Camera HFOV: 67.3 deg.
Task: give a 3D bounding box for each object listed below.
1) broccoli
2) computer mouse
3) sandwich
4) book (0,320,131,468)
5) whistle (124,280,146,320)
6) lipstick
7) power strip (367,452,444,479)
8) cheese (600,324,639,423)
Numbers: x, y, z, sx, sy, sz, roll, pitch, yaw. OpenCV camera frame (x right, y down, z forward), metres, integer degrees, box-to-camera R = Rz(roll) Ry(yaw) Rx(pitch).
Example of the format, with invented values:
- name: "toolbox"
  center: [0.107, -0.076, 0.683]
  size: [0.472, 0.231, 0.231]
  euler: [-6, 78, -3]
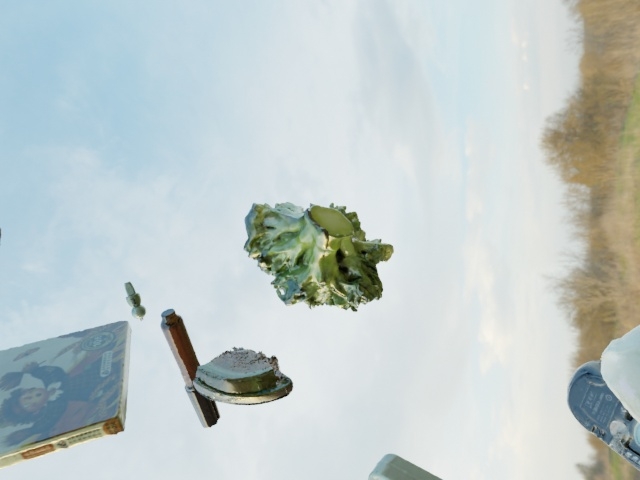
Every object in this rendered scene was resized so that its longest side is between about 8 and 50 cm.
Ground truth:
- name: "broccoli"
  center: [0.000, 0.000, 0.932]
  size: [0.245, 0.288, 0.248]
  euler: [121, 154, -55]
- name: "computer mouse"
  center: [0.534, 0.294, 0.798]
  size: [0.096, 0.233, 0.137]
  euler: [3, -67, -37]
- name: "sandwich"
  center: [-0.179, 0.325, 1.179]
  size: [0.159, 0.235, 0.079]
  euler: [-57, -28, -50]
- name: "book"
  center: [-0.555, 0.282, 0.833]
  size: [0.300, 0.428, 0.039]
  euler: [-128, 27, -59]
- name: "whistle"
  center: [-0.447, 0.147, 1.157]
  size: [0.035, 0.035, 0.100]
  euler: [-30, -77, -57]
- name: "lipstick"
  center: [-0.396, 0.395, 1.470]
  size: [0.077, 0.077, 0.418]
  euler: [-44, -53, -52]
- name: "power strip"
  center: [0.192, 0.613, 0.991]
  size: [0.141, 0.229, 0.261]
  euler: [-26, -54, -50]
- name: "cheese"
  center: [0.437, 0.146, 0.504]
  size: [0.189, 0.198, 0.154]
  euler: [-20, -55, -14]
